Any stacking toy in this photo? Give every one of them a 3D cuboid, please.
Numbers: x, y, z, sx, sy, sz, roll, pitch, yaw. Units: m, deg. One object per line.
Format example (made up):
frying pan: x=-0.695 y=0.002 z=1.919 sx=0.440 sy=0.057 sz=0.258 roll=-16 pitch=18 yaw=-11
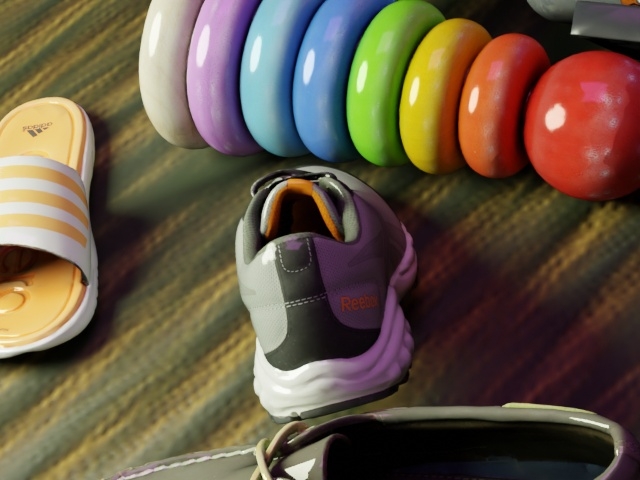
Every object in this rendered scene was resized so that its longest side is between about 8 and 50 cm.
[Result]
stacking toy: x=0.058 y=-0.092 z=1.208 sx=0.330 sy=0.141 sz=0.141 roll=16 pitch=48 yaw=23

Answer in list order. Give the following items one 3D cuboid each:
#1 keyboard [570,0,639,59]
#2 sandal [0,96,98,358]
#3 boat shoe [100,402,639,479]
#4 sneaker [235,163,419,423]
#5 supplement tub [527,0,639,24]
keyboard: x=0.297 y=-0.113 z=1.113 sx=0.317 sy=0.033 sz=0.201 roll=8 pitch=2 yaw=25
sandal: x=-0.198 y=-0.029 z=1.240 sx=0.102 sy=0.076 sz=0.265 roll=-12 pitch=39 yaw=4
boat shoe: x=0.016 y=0.130 z=0.963 sx=0.305 sy=0.091 sz=0.109 roll=-2 pitch=41 yaw=16
sneaker: x=0.000 y=0.000 z=1.089 sx=0.100 sy=0.108 sz=0.271 roll=-14 pitch=19 yaw=2
supplement tub: x=0.297 y=-0.232 z=1.215 sx=0.338 sy=0.207 sz=0.207 roll=5 pitch=43 yaw=24
